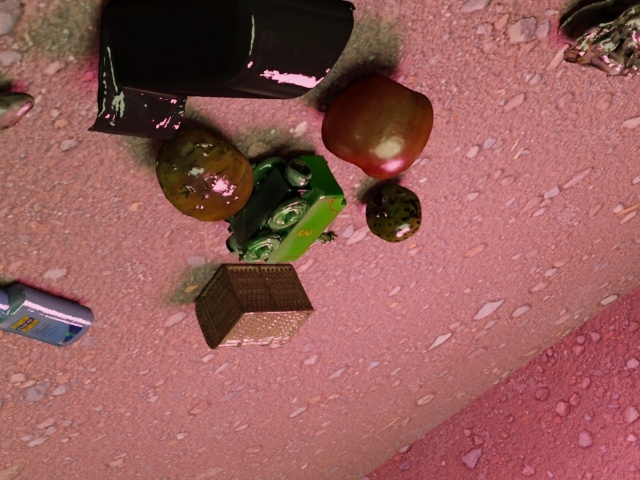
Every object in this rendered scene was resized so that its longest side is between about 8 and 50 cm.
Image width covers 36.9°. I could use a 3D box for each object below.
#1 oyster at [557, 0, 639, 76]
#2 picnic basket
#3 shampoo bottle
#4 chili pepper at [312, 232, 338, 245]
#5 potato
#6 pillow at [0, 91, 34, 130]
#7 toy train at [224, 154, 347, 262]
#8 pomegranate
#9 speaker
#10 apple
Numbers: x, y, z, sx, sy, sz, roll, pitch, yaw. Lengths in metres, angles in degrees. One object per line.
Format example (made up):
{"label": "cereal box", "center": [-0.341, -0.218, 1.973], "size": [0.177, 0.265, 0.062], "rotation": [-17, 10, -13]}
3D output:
{"label": "oyster", "center": [0.613, -0.384, 1.839], "size": [0.351, 0.158, 0.162], "rotation": [8, 171, -28]}
{"label": "picnic basket", "center": [-0.146, 0.147, 2.033], "size": [0.196, 0.134, 0.154], "rotation": [1, 141, -42]}
{"label": "shampoo bottle", "center": [-0.535, 0.133, 1.753], "size": [0.104, 0.061, 0.258], "rotation": [-37, 149, 13]}
{"label": "chili pepper", "center": [0.000, 0.000, 2.040], "size": [0.083, 0.022, 0.027], "rotation": [-21, 117, -12]}
{"label": "potato", "center": [-0.190, -0.103, 1.620], "size": [0.149, 0.113, 0.251], "rotation": [-32, 149, 0]}
{"label": "pillow", "center": [-0.516, -0.159, 1.319], "size": [0.241, 0.051, 0.093], "rotation": [-12, 142, -28]}
{"label": "toy train", "center": [-0.068, -0.056, 1.786], "size": [0.188, 0.132, 0.243], "rotation": [-4, 146, -43]}
{"label": "pomegranate", "center": [0.155, -0.055, 1.996], "size": [0.122, 0.122, 0.161], "rotation": [-33, 174, 9]}
{"label": "speaker", "center": [-0.146, -0.225, 1.253], "size": [0.180, 0.388, 0.184], "rotation": [1, 95, -41]}
{"label": "apple", "center": [0.098, -0.199, 1.659], "size": [0.181, 0.181, 0.168], "rotation": [13, 109, -49]}
